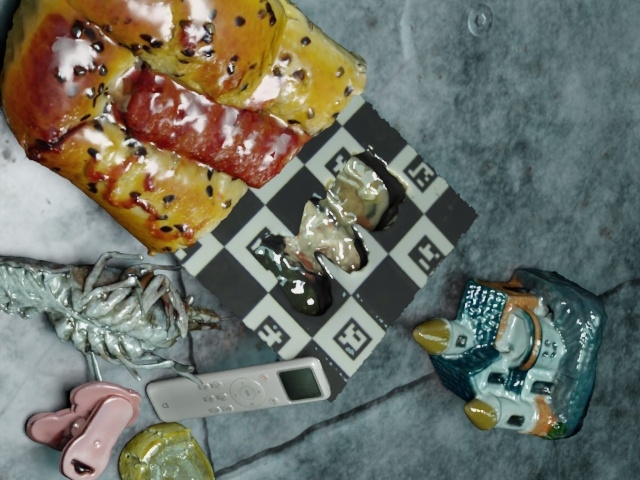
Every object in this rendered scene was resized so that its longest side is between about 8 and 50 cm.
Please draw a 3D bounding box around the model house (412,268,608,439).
[{"bbox_3d":[0.272,0.174,2.078,0.291,0.184,0.253,8,104,-31],"label":"model house"}]

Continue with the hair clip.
[{"bbox_3d":[-0.302,0.237,1.737,0.123,0.102,0.138,29,89,-34],"label":"hair clip"}]

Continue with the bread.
[{"bbox_3d":[-0.208,0.329,1.855,0.117,0.064,0.156,-40,122,-17],"label":"bread"}]

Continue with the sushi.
[{"bbox_3d":[0.000,0.000,1.875,0.296,0.100,0.373,44,66,-9],"label":"sushi"}]

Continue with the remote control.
[{"bbox_3d":[-0.113,0.204,1.791,0.029,0.261,0.067,-66,140,-56],"label":"remote control"}]

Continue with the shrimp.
[{"bbox_3d":[-0.287,0.090,1.680,0.410,0.166,0.221,20,126,-24],"label":"shrimp"}]

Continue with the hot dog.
[{"bbox_3d":[-0.184,-0.194,1.587,0.367,0.196,0.365,-41,125,11],"label":"hot dog"}]

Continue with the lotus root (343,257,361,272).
[{"bbox_3d":[0.046,0.078,1.943,0.089,0.080,0.179,41,78,-35],"label":"lotus root"}]
